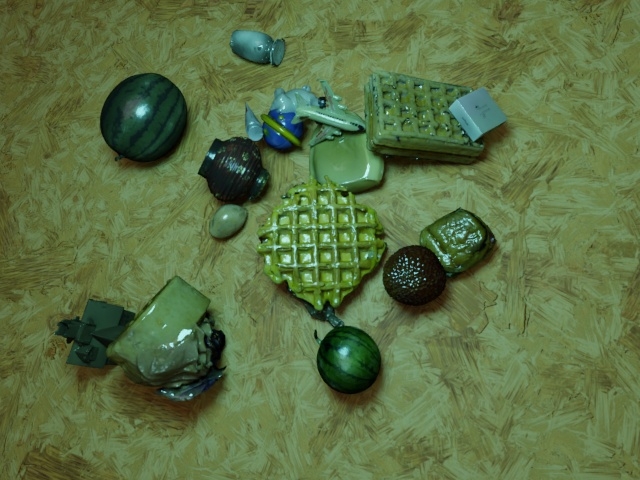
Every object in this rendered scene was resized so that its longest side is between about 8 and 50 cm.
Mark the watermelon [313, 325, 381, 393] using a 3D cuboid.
[{"bbox_3d":[0.069,0.341,1.226,0.214,0.188,0.188,23,81,11],"label":"watermelon"}]

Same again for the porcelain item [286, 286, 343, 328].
[{"bbox_3d":[-0.013,0.206,1.353,0.081,0.069,0.216,-43,75,-7],"label":"porcelain item"}]

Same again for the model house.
[{"bbox_3d":[-0.740,0.307,1.385,0.204,0.243,0.211,9,76,15],"label":"model house"}]

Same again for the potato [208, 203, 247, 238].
[{"bbox_3d":[-0.329,-0.068,1.475,0.147,0.112,0.112,-42,70,6],"label":"potato"}]

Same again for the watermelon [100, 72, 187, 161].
[{"bbox_3d":[-0.656,-0.443,1.560,0.279,0.279,0.359,31,87,18],"label":"watermelon"}]

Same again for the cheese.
[{"bbox_3d":[0.077,-0.306,1.440,0.259,0.128,0.316,-11,70,12],"label":"cheese"}]

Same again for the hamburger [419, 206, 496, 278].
[{"bbox_3d":[0.416,-0.002,1.280,0.206,0.130,0.183,-34,68,4],"label":"hamburger"}]

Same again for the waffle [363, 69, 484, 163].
[{"bbox_3d":[0.326,-0.391,1.341,0.376,0.114,0.261,3,68,-15],"label":"waffle"}]

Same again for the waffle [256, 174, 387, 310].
[{"bbox_3d":[0.000,0.000,1.315,0.379,0.095,0.382,38,79,6],"label":"waffle"}]

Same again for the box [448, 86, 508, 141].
[{"bbox_3d":[0.484,-0.388,1.294,0.129,0.051,0.130,-30,81,-26],"label":"box"}]

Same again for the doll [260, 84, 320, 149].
[{"bbox_3d":[-0.134,-0.460,1.504,0.243,0.159,0.311,-59,43,19],"label":"doll"}]

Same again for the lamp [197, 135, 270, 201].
[{"bbox_3d":[-0.293,-0.242,1.457,0.247,0.247,0.247,-3,74,12],"label":"lamp"}]

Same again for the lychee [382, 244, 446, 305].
[{"bbox_3d":[0.273,0.105,1.244,0.194,0.194,0.194,-3,74,12],"label":"lychee"}]

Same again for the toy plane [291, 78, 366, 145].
[{"bbox_3d":[0.029,-0.398,1.350,0.244,0.229,0.092,11,43,-2],"label":"toy plane"}]

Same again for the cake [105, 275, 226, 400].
[{"bbox_3d":[-0.437,0.320,1.311,0.321,0.332,0.332,44,87,-12],"label":"cake"}]

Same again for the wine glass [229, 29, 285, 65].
[{"bbox_3d":[-0.248,-0.756,1.645,0.204,0.111,0.111,20,80,13],"label":"wine glass"}]

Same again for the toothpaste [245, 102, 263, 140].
[{"bbox_3d":[-0.246,-0.421,1.507,0.057,0.089,0.234,-9,34,-11],"label":"toothpaste"}]
